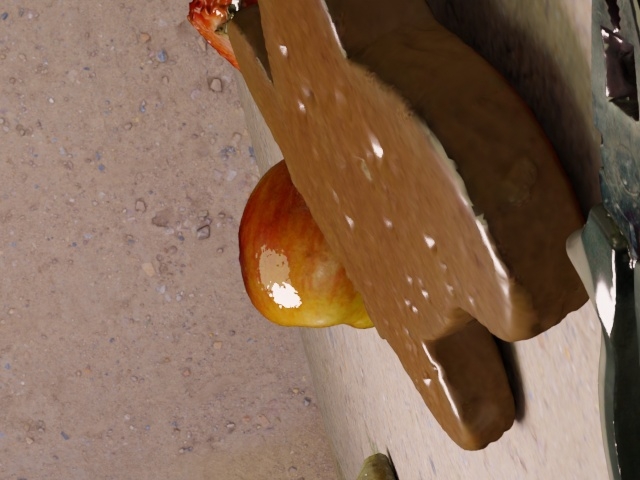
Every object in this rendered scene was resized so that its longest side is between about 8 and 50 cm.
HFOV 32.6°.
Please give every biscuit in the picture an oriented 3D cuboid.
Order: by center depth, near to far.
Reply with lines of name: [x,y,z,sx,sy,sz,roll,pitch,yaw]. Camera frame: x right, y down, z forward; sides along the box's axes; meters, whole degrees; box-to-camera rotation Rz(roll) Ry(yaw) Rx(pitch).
biscuit: [0.039,-0.067,0.687,0.368,0.076,0.394,61,172,21]

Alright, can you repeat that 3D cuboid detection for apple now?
apple: [0.000,0.000,1.072,0.195,0.160,0.173,171,105,-78]

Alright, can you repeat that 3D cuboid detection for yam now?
yam: [0.088,0.381,1.585,0.070,0.069,0.146,80,171,-48]

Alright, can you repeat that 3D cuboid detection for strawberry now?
strawberry: [-0.045,-0.218,1.134,0.175,0.107,0.236,38,179,-6]

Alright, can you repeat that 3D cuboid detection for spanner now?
spanner: [0.126,0.041,0.393,0.096,0.040,0.325,-117,11,-61]
